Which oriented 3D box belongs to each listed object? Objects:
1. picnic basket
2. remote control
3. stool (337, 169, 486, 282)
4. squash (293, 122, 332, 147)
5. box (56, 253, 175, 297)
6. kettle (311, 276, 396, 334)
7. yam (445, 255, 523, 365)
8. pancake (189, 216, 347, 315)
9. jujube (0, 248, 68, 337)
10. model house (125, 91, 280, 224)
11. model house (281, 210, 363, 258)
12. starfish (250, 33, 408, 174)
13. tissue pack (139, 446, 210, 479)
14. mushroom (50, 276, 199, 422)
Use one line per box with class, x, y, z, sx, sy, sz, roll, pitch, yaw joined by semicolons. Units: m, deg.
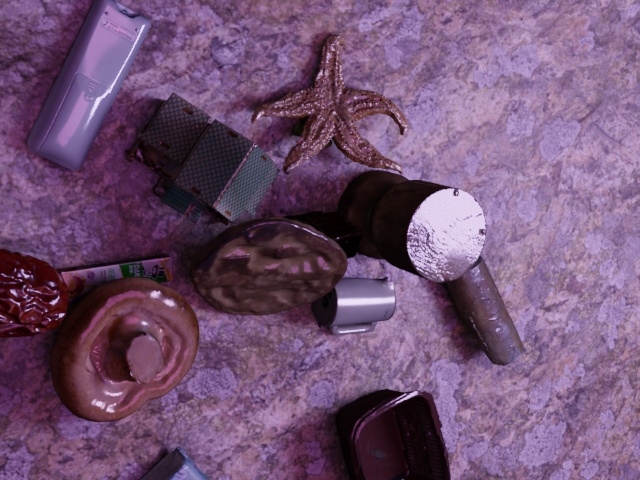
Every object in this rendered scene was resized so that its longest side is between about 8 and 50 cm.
picnic basket;0.144;0.443;2.018;0.223;0.129;0.296;-24;111;-24
remote control;-0.389;-0.265;1.632;0.103;0.051;0.293;26;87;-29
stool;0.170;-0.032;1.855;0.179;0.264;0.179;-6;103;-26
squash;-0.013;-0.204;1.860;0.089;0.027;0.027;20;91;-32
box;-0.364;0.062;1.718;0.207;0.041;0.049;-8;104;-26
kettle;0.068;0.134;1.933;0.148;0.098;0.126;0;95;-32
yam;0.350;0.146;2.081;0.106;0.106;0.259;-35;114;-18
pancake;-0.101;0.052;1.760;0.295;0.049;0.294;-10;146;-7
jujube;-0.527;0.082;1.577;0.230;0.155;0.155;10;95;-36
model house;-0.190;-0.117;1.678;0.271;0.206;0.178;39;81;-29
model house;-0.006;0.002;1.837;0.165;0.152;0.106;-16;101;-26
starfish;0.017;-0.227;1.834;0.302;0.060;0.299;-25;96;-23
tissue pack;-0.252;0.549;1.852;0.177;0.089;0.263;-42;116;-12
mushroom;-0.342;0.192;1.699;0.278;0.146;0.278;-16;119;-31
